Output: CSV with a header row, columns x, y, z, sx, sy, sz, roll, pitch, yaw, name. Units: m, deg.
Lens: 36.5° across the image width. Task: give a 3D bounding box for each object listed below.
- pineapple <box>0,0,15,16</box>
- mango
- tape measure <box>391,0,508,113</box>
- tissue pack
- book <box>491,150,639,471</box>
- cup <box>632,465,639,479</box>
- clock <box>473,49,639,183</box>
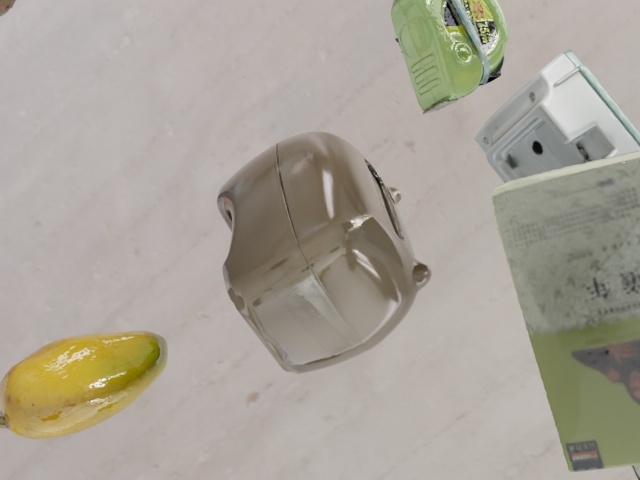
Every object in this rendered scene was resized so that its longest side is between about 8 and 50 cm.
x,y,z,sx,sy,sz,roll,pitch,yaw,name
-0.172,-0.099,0.400,0.116,0.069,0.137,-2,82,33,pineapple
-0.387,0.226,1.572,0.176,0.316,0.119,37,137,47,mango
0.162,-0.260,1.217,0.087,0.154,0.178,-19,89,58,tape measure
0.000,0.000,1.550,0.276,0.267,0.387,-31,31,10,tissue pack
0.347,0.080,1.083,0.239,0.035,0.352,-14,96,25,book
0.545,0.239,1.240,0.279,0.196,0.196,-44,62,33,cup
0.351,-0.104,1.401,0.262,0.116,0.231,54,151,5,clock
